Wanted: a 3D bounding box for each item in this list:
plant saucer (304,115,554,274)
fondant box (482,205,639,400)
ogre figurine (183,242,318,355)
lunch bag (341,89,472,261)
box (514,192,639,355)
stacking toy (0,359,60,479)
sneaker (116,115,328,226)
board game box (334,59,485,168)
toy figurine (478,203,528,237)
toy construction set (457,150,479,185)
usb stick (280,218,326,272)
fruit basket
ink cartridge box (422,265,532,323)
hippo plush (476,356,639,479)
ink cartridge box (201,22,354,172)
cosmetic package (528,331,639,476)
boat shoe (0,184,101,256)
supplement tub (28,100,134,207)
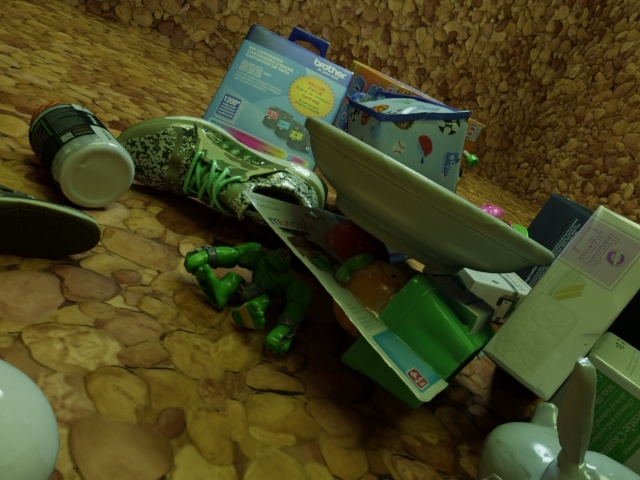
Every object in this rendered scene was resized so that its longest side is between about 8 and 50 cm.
[{"bbox_3d":[0.136,-0.046,0.678,0.400,0.101,0.400,28,13,-7],"label":"plant saucer"},{"bbox_3d":[0.367,0.117,0.679,0.096,0.238,0.330,39,1,28],"label":"fondant box"},{"bbox_3d":[-0.091,0.063,0.643,0.196,0.097,0.118,20,34,32],"label":"ogre figurine"},{"bbox_3d":[0.164,-0.173,1.072,0.238,0.328,0.385,-4,23,-15],"label":"lunch bag"},{"bbox_3d":[0.818,0.156,1.172,0.479,0.298,0.472,23,20,-8],"label":"box"},{"bbox_3d":[-0.364,0.035,0.213,0.479,0.351,0.351,33,16,-29],"label":"stacking toy"},{"bbox_3d":[-0.165,-0.108,0.818,0.409,0.158,0.182,14,19,-16],"label":"sneaker"},{"bbox_3d":[0.246,-0.340,1.546,0.356,0.357,0.357,12,26,-30],"label":"board game box"},{"bbox_3d":[0.494,-0.027,1.318,0.159,0.173,0.130,43,-9,-26],"label":"toy figurine"},{"bbox_3d":[0.322,-0.104,1.328,0.308,0.258,0.237,-2,46,-25],"label":"toy construction set"},{"bbox_3d":[0.000,0.000,0.937,0.077,0.045,0.278,32,22,10],"label":"usb stick"},{"bbox_3d":[0.089,0.052,0.671,0.353,0.165,0.327,53,21,23],"label":"fruit basket"},{"bbox_3d":[0.374,0.105,1.053,0.219,0.093,0.160,15,25,-26],"label":"ink cartridge box"},{"bbox_3d":[0.211,0.280,0.413,0.294,0.234,0.236,43,-7,3],"label":"hippo plush"},{"bbox_3d":[-0.098,-0.310,1.065,0.269,0.396,0.151,23,-20,-7],"label":"ink cartridge box"},{"bbox_3d":[0.461,0.312,0.556,0.365,0.197,0.155,39,26,32],"label":"cosmetic package"},{"bbox_3d":[-0.386,-0.034,0.542,0.223,0.080,0.073,6,34,-32],"label":"boat shoe"},{"bbox_3d":[-0.393,-0.146,0.734,0.116,0.117,0.190,-1,35,-49],"label":"supplement tub"}]
